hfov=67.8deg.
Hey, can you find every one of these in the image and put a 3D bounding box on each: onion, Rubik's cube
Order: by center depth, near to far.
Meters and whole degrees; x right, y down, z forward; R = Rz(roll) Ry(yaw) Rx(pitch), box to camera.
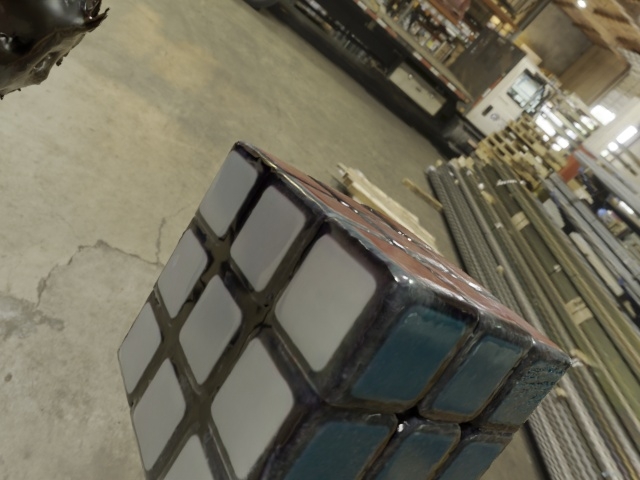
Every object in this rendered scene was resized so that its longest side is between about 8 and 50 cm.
[{"bbox_3d":[0.006,0.124,0.509,0.305,0.301,0.304,23,14,-38],"label":"Rubik's cube"},{"bbox_3d":[-0.412,-0.282,0.545,0.232,0.313,0.314,52,24,-16],"label":"onion"}]
